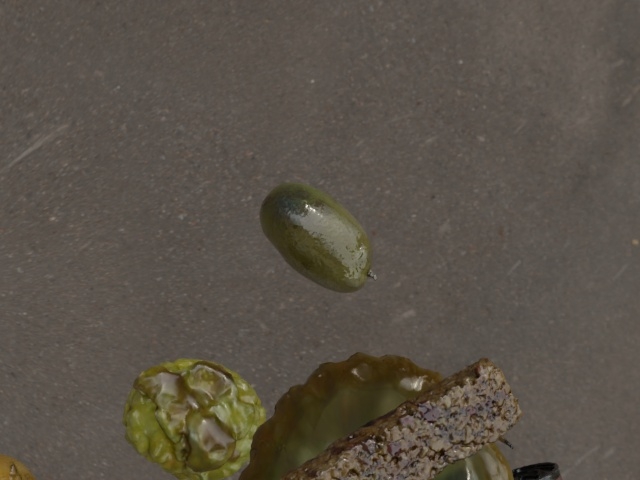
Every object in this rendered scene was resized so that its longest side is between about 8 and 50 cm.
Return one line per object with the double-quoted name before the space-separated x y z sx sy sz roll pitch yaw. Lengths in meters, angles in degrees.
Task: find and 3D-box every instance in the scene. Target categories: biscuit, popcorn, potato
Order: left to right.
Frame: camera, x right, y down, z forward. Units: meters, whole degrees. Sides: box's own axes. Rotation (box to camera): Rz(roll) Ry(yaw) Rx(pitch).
"popcorn" -0.224 0.301 1.198 0.206 0.236 0.252 -56 150 -19
"potato" 0.000 0.000 1.262 0.251 0.159 0.174 36 25 10
"biscuit" 0.054 0.288 0.791 0.335 0.329 0.078 -32 146 -17
"biscuit" 0.064 0.163 0.541 0.199 0.034 0.064 -30 102 -10

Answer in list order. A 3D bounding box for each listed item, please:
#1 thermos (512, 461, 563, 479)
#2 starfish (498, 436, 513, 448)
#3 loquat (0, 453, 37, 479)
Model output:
"thermos" 0.321 0.453 0.861 0.136 0.109 0.331 -19 79 -5
"starfish" 0.293 0.309 1.199 0.041 0.133 0.130 -23 83 -22
"loquat" -0.430 0.342 0.889 0.141 0.141 0.141 3 84 -33
